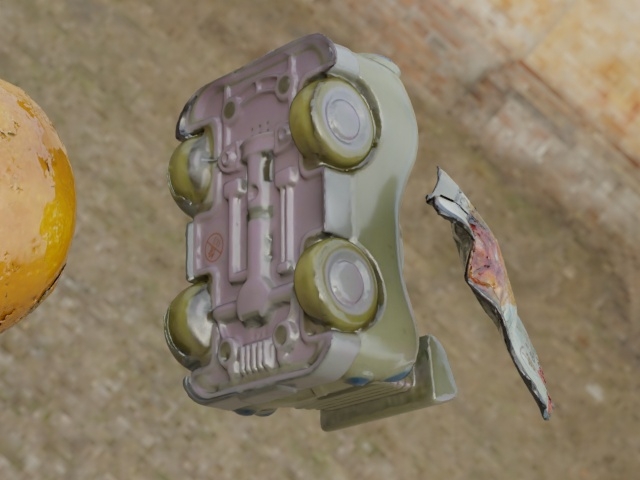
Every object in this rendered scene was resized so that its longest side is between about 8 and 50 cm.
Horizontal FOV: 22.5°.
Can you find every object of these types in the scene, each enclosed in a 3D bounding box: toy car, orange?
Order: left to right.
[{"bbox_3d":[-0.324,-0.030,1.328,0.246,0.246,0.246,40,10,-9],"label":"orange"},{"bbox_3d":[0.000,0.000,1.564,0.226,0.242,0.336,18,63,-40],"label":"toy car"}]

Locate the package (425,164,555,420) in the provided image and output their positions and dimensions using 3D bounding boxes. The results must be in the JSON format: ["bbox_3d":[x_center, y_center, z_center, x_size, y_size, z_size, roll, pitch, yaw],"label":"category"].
[{"bbox_3d":[0.159,0.041,1.456,0.232,0.040,0.166,62,10,-7],"label":"package"}]
